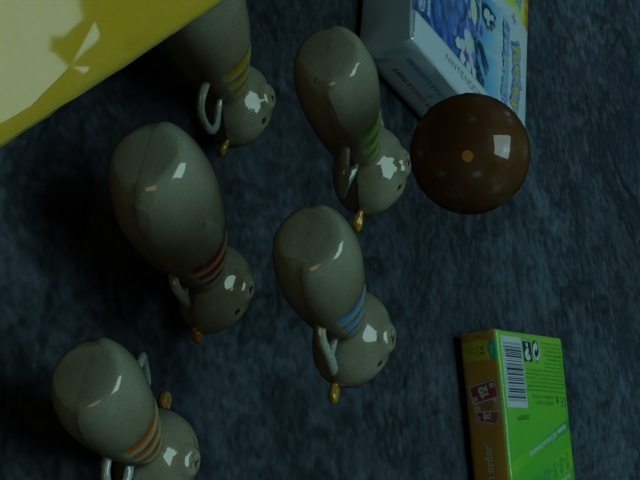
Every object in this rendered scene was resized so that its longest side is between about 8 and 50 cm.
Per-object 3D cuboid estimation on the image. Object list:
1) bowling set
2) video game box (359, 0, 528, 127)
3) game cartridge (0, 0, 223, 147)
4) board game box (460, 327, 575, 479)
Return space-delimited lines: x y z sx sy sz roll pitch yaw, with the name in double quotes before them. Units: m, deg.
"bowling set" 0.000 0.000 0.767 0.154 0.199 0.287 69 29 -60
"video game box" 0.094 -0.176 1.164 0.187 0.048 0.205 42 45 -51
"game cartridge" -0.149 -0.189 0.624 0.323 0.052 0.285 -38 116 -35
"board game box" 0.149 0.196 1.145 0.124 0.039 0.260 12 68 -60
